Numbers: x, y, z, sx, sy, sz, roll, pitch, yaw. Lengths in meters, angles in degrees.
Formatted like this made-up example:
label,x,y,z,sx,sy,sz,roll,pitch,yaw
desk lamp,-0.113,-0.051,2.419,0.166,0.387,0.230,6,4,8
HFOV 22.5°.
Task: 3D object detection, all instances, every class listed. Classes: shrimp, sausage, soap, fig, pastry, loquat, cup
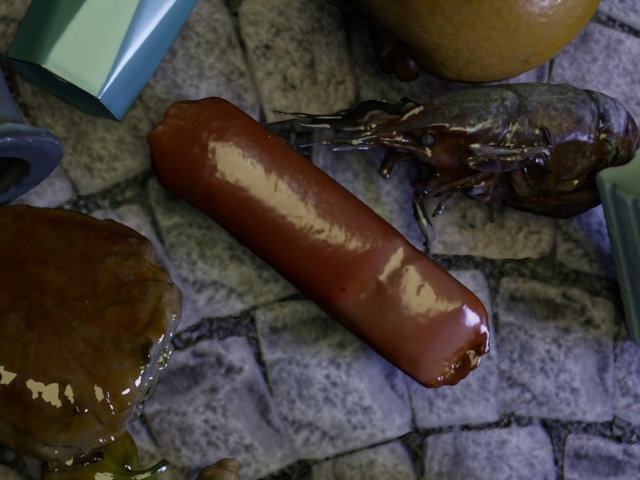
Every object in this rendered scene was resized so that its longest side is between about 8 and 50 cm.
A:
label,x,y,z,sx,sy,sz,roll,pitch,yaw
shrimp,0.126,-0.078,1.422,0.343,0.145,0.116,3,54,-20
sausage,0.001,0.000,1.388,0.348,0.094,0.097,39,93,-10
soap,0.317,0.027,1.427,0.066,0.119,0.198,-28,125,-14
fig,-0.179,0.189,1.300,0.084,0.098,0.082,-17,104,-38
pastry,-0.212,0.075,1.280,0.218,0.100,0.229,-3,51,-22
loquat,0.125,-0.260,1.387,0.275,0.275,0.275,3,81,-17
cup,-0.158,-0.224,1.352,0.134,0.148,0.236,27,79,-8

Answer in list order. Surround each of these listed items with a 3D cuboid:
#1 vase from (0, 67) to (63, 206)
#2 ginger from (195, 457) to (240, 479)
label,x,y,z,sx,sy,sz,roll,pitch,yaw
vase,-0.364,-0.152,1.239,0.245,0.245,0.291,-21,82,-19
ginger,-0.128,0.278,1.315,0.137,0.074,0.213,12,83,-17
